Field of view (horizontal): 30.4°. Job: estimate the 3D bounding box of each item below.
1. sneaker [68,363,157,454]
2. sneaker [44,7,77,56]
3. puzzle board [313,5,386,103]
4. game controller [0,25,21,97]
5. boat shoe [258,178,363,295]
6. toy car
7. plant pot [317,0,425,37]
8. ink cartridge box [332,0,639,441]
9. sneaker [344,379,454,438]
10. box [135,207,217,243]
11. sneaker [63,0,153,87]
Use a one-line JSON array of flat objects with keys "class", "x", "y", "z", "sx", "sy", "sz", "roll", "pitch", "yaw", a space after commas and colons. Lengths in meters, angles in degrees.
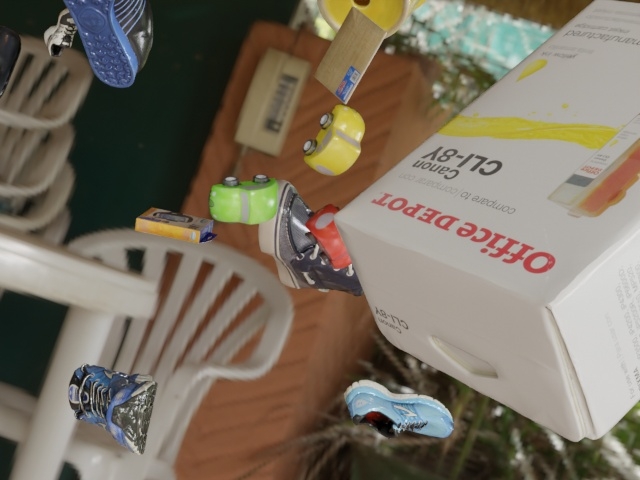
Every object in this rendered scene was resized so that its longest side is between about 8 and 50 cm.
[{"class": "sneaker", "x": -0.364, "y": 0.286, "z": 2.028, "sx": 0.147, "sy": 0.130, "sz": 0.330, "roll": 11, "pitch": -5, "yaw": -11}, {"class": "sneaker", "x": -0.316, "y": -0.259, "z": 1.471, "sx": 0.032, "sy": 0.037, "sz": 0.083, "roll": 4, "pitch": -27, "yaw": -38}, {"class": "puzzle board", "x": 0.046, "y": -0.288, "z": 1.830, "sx": 0.011, "sy": 0.128, "sz": 0.096, "roll": 12, "pitch": 25, "yaw": -43}, {"class": "game controller", "x": -0.658, "y": -0.298, "z": 1.962, "sx": 0.319, "sy": 0.166, "sz": 0.067, "roll": 6, "pitch": -37, "yaw": 14}, {"class": "boat shoe", "x": 0.000, "y": 0.000, "z": 1.974, "sx": 0.158, "sy": 0.127, "sz": 0.340, "roll": 10, "pitch": -16, "yaw": 11}, {"class": "toy car", "x": -0.037, "y": -0.055, "z": 1.583, "sx": 0.225, "sy": 0.239, "sz": 0.053, "roll": -8, "pitch": 23, "yaw": -22}, {"class": "plant pot", "x": 0.092, "y": -0.487, "z": 2.120, "sx": 0.254, "sy": 0.254, "sz": 0.239, "roll": 20, "pitch": 41, "yaw": -4}, {"class": "ink cartridge box", "x": 0.248, "y": -0.041, "z": 1.056, "sx": 0.279, "sy": 0.385, "sz": 0.160, "roll": 24, "pitch": -33, "yaw": 50}, {"class": "sneaker", "x": 0.108, "y": 0.252, "z": 1.633, "sx": 0.162, "sy": 0.063, "sz": 0.073, "roll": 15, "pitch": 39, "yaw": -13}, {"class": "box", "x": -0.253, "y": -0.026, "z": 2.105, "sx": 0.136, "sy": 0.028, "sz": 0.081, "roll": 10, "pitch": 17, "yaw": 9}, {"class": "sneaker", "x": -0.253, "y": -0.297, "z": 1.409, "sx": 0.081, "sy": 0.090, "sz": 0.232, "roll": 9, "pitch": -41, "yaw": 11}]
